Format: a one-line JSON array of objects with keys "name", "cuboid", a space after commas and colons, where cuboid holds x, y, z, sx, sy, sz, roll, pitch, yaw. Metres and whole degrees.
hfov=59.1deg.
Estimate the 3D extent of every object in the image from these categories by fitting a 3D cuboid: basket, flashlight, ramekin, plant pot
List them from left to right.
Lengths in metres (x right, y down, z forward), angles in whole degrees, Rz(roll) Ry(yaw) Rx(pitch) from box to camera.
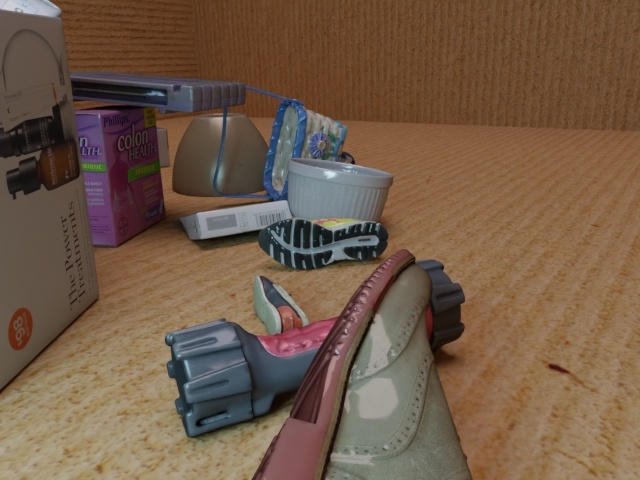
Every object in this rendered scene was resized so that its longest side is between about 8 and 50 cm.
[{"name": "plant pot", "cuboid": [-0.264, -0.242, 1.520, 0.284, 0.191, 0.284, -2, 18, 1]}, {"name": "basket", "cuboid": [-0.095, -0.217, 1.322, 0.289, 0.254, 0.201, 5, 17, -18]}, {"name": "flashlight", "cuboid": [0.001, 0.093, 0.574, 0.304, 0.103, 0.103, -9, 20, -25]}, {"name": "ramekin", "cuboid": [0.031, -0.091, 1.099, 0.207, 0.109, 0.207, 9, 13, -2]}]

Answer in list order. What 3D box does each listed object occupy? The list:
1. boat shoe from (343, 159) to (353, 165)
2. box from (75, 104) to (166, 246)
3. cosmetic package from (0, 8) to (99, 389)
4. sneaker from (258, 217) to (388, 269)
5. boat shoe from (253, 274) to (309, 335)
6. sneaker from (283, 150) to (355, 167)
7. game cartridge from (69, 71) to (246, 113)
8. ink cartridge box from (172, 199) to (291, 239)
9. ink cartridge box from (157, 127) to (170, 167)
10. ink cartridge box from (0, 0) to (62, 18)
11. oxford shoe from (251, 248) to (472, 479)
[{"name": "boat shoe", "cuboid": [0.072, -0.170, 1.454, 0.190, 0.072, 0.068, 7, 20, 26]}, {"name": "box", "cuboid": [-0.411, -0.135, 1.104, 0.117, 0.243, 0.213, 1, 17, 10]}, {"name": "cosmetic package", "cuboid": [-0.364, -0.055, 0.619, 0.097, 0.377, 0.284, 1, 18, 4]}, {"name": "sneaker", "cuboid": [0.000, 0.000, 0.932, 0.209, 0.081, 0.094, 2, 9, -12]}, {"name": "boat shoe", "cuboid": [-0.054, 0.080, 0.710, 0.043, 0.049, 0.137, -5, 20, -20]}, {"name": "sneaker", "cuboid": [0.005, -0.249, 1.554, 0.112, 0.131, 0.319, 35, 26, 29]}, {"name": "game cartridge", "cuboid": [-0.353, -0.296, 1.122, 0.355, 0.068, 0.230, 9, 15, 16]}, {"name": "ink cartridge box", "cuboid": [-0.183, -0.037, 1.127, 0.181, 0.056, 0.225, -11, 2, -26]}, {"name": "ink cartridge box", "cuboid": [-0.582, -0.315, 1.884, 0.072, 0.127, 0.175, -16, 23, -42]}, {"name": "ink cartridge box", "cuboid": [-0.511, -0.134, 0.805, 0.091, 0.308, 0.385, 26, 52, -20]}, {"name": "oxford shoe", "cuboid": [0.043, 0.134, 0.408, 0.130, 0.123, 0.348, 28, 40, 4]}]
